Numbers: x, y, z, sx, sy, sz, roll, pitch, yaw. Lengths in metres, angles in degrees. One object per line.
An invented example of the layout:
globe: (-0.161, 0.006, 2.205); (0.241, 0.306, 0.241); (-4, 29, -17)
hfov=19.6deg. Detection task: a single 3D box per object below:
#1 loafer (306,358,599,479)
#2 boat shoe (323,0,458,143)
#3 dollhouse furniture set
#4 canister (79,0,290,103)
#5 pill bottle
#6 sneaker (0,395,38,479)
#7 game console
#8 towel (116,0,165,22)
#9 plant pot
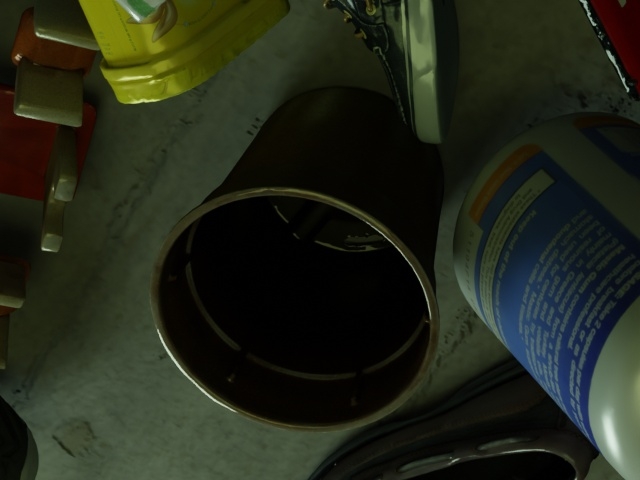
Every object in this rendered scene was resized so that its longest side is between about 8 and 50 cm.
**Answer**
loafer: (0.070, 0.178, 1.240); (0.109, 0.095, 0.302); (43, 121, -14)
boat shoe: (0.030, -0.143, 1.072); (0.083, 0.065, 0.183); (-1, 116, 17)
dollhouse furniture set: (-0.273, -0.077, 1.155); (0.259, 0.135, 0.262); (11, 126, -16)
canister: (-0.097, -0.181, 1.038); (0.073, 0.126, 0.170); (-2, 121, 40)
pill bottle: (0.192, 0.048, 1.004); (0.152, 0.272, 0.152); (-10, 121, -18)
sneaker: (-0.373, 0.189, 1.349); (0.384, 0.145, 0.147); (-10, 138, 17)
game console: (0.135, -0.158, 0.976); (0.085, 0.124, 0.144); (-5, 128, 43)
towel: (-0.049, -0.285, 0.888); (0.325, 0.038, 0.248); (-37, 109, 21)
plant pot: (0.000, 0.000, 1.104); (0.167, 0.165, 0.167); (6, 122, 10)
